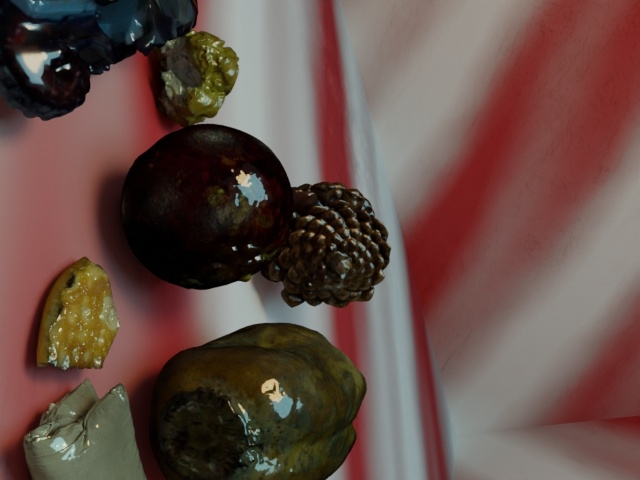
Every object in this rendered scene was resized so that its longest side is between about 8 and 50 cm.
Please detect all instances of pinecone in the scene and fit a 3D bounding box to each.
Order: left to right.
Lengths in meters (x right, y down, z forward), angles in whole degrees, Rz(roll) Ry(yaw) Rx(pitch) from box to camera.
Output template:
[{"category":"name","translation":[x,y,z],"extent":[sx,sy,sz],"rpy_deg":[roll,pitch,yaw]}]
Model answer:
[{"category":"pinecone","translation":[0.003,0.008,1.442],"extent":[0.264,0.264,0.264],"rpy_deg":[-11,90,-73]}]

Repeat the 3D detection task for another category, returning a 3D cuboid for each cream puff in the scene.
[{"category":"cream puff","translation":[-0.184,-0.252,1.174],"extent":[0.121,0.156,0.156],"rpy_deg":[2,77,-54]}]

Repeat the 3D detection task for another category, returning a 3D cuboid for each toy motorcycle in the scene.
[{"category":"toy motorcycle","translation":[-0.279,-0.304,0.893],"extent":[0.232,0.172,0.416],"rpy_deg":[64,30,-23]}]

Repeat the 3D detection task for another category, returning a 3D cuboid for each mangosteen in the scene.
[{"category":"mangosteen","translation":[-0.167,-0.066,1.032],"extent":[0.289,0.231,0.231],"rpy_deg":[52,-4,40]}]

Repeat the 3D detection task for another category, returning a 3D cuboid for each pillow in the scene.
[{"category":"pillow","translation":[-0.237,0.252,0.787],"extent":[0.134,0.078,0.181],"rpy_deg":[-43,123,-67]}]

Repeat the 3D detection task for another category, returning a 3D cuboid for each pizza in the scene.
[{"category":"pizza","translation":[-0.270,0.090,0.848],"extent":[0.160,0.036,0.099],"rpy_deg":[-81,154,-46]}]

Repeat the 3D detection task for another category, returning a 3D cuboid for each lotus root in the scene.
[{"category":"lotus root","translation":[-0.088,0.233,1.014],"extent":[0.346,0.251,0.250],"rpy_deg":[11,69,-71]}]
